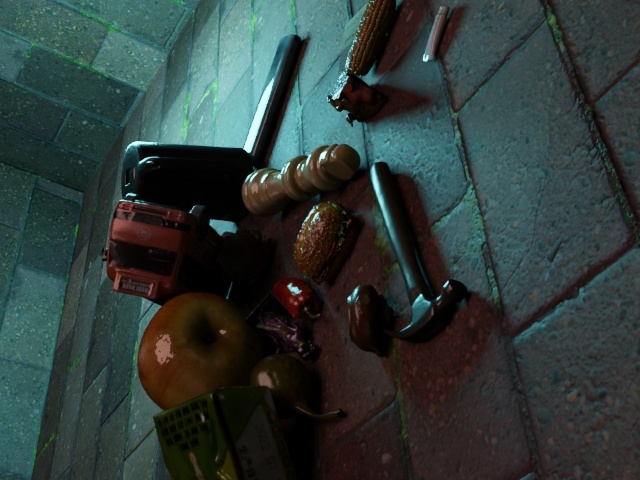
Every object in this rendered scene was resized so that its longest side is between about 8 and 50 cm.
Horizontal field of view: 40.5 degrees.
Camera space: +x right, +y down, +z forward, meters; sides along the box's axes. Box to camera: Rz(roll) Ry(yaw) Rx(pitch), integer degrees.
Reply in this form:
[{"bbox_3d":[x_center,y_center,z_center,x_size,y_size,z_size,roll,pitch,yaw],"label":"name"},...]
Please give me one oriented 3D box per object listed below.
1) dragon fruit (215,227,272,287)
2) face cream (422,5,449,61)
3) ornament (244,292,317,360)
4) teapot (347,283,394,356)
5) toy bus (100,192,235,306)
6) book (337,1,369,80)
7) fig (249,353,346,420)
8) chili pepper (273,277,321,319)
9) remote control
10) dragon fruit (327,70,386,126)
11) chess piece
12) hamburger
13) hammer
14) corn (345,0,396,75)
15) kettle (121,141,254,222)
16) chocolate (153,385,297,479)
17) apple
[{"bbox_3d":[-0.174,0.039,2.071,0.175,0.142,0.138,-42,-67,-81],"label":"dragon fruit"},{"bbox_3d":[0.229,-0.407,1.713,0.038,0.020,0.115,15,88,64],"label":"face cream"},{"bbox_3d":[-0.075,0.197,1.775,0.081,0.088,0.203,-45,36,-2],"label":"ornament"},{"bbox_3d":[0.090,0.139,1.516,0.098,0.078,0.129,68,-161,-66],"label":"teapot"},{"bbox_3d":[-0.349,0.048,2.064,0.427,0.203,0.233,54,-132,-73],"label":"toy bus"},{"bbox_3d":[0.086,-0.473,2.050,0.127,0.014,0.182,-31,44,51],"label":"book"},{"bbox_3d":[-0.037,0.296,1.623,0.236,0.124,0.124,24,92,45],"label":"fig"},{"bbox_3d":[-0.051,0.117,1.816,0.071,0.063,0.272,-44,22,-6],"label":"chili pepper"},{"bbox_3d":[-0.140,-0.384,2.391,0.107,0.044,0.378,-2,69,67],"label":"remote control"},{"bbox_3d":[0.067,-0.303,1.865,0.096,0.102,0.147,-56,18,10],"label":"dragon fruit"},{"bbox_3d":[-0.040,-0.139,1.936,0.397,0.117,0.117,-14,58,58],"label":"chess piece"},{"bbox_3d":[0.000,0.000,1.770,0.166,0.087,0.137,-64,26,11],"label":"hamburger"},{"bbox_3d":[0.147,0.000,1.538,0.168,0.044,0.440,-51,30,29],"label":"hammer"},{"bbox_3d":[0.113,-0.460,1.925,0.068,0.068,0.207,23,90,65],"label":"corn"},{"bbox_3d":[-0.340,-0.147,2.258,0.262,0.308,0.203,39,121,55],"label":"kettle"},{"bbox_3d":[-0.173,0.427,1.618,0.301,0.137,0.289,-31,73,54],"label":"chocolate"},{"bbox_3d":[-0.258,0.257,1.883,0.233,0.286,0.286,118,157,-45],"label":"apple"}]
